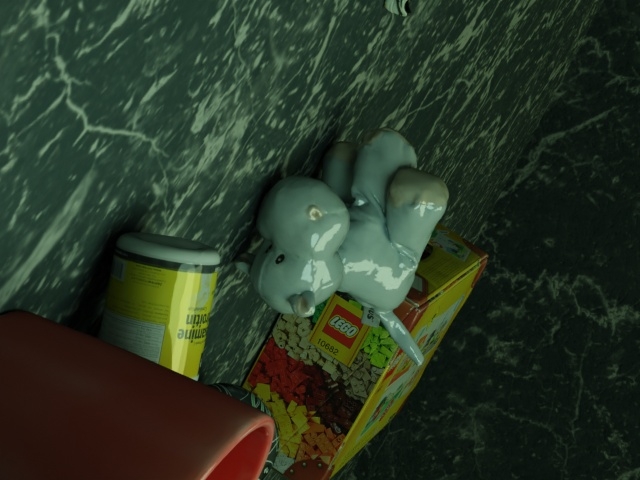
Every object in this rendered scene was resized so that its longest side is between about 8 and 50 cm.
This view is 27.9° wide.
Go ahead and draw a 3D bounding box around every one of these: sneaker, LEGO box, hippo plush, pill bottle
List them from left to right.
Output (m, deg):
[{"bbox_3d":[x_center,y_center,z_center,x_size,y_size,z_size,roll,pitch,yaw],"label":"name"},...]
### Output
[{"bbox_3d":[-0.162,0.090,1.245,0.103,0.103,0.184,-11,113,-73],"label":"pill bottle"},{"bbox_3d":[0.000,0.000,1.660,0.236,0.234,0.294,-8,120,-34],"label":"hippo plush"},{"bbox_3d":[0.074,0.169,2.230,0.372,0.193,0.500,-62,167,17],"label":"LEGO box"},{"bbox_3d":[0.111,-0.316,1.588,0.032,0.037,0.083,-35,152,-57],"label":"sneaker"}]

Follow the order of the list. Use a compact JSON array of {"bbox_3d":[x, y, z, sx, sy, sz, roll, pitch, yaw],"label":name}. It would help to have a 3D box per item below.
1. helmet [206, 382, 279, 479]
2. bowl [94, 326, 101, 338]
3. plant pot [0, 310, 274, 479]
[{"bbox_3d":[-0.135,0.273,1.746,0.161,0.169,0.169,-43,172,16],"label":"helmet"},{"bbox_3d":[-0.210,0.131,1.380,0.142,0.053,0.142,-64,166,20],"label":"bowl"},{"bbox_3d":[-0.213,0.203,1.104,0.275,0.243,0.275,-54,167,-18],"label":"plant pot"}]
